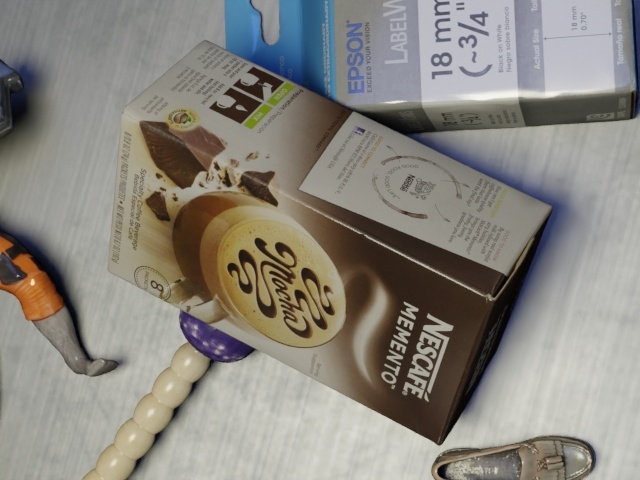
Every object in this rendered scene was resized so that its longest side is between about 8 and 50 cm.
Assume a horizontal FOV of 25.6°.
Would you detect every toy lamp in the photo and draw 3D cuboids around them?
[{"bbox_3d":[-0.158,0.174,1.130,0.080,0.080,0.275,39,93,13],"label":"toy lamp"}]

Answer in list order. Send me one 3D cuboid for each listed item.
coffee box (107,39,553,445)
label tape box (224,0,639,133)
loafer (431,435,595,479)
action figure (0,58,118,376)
[{"bbox_3d":[0.000,0.000,1.048,0.297,0.119,0.168,26,135,14],"label":"coffee box"},{"bbox_3d":[0.071,-0.209,1.095,0.333,0.106,0.241,-3,84,12],"label":"label tape box"},{"bbox_3d":[0.146,0.175,1.079,0.125,0.039,0.045,-7,83,12],"label":"loafer"},{"bbox_3d":[-0.369,0.017,1.144,0.341,0.178,0.330,-23,75,-15],"label":"action figure"}]
